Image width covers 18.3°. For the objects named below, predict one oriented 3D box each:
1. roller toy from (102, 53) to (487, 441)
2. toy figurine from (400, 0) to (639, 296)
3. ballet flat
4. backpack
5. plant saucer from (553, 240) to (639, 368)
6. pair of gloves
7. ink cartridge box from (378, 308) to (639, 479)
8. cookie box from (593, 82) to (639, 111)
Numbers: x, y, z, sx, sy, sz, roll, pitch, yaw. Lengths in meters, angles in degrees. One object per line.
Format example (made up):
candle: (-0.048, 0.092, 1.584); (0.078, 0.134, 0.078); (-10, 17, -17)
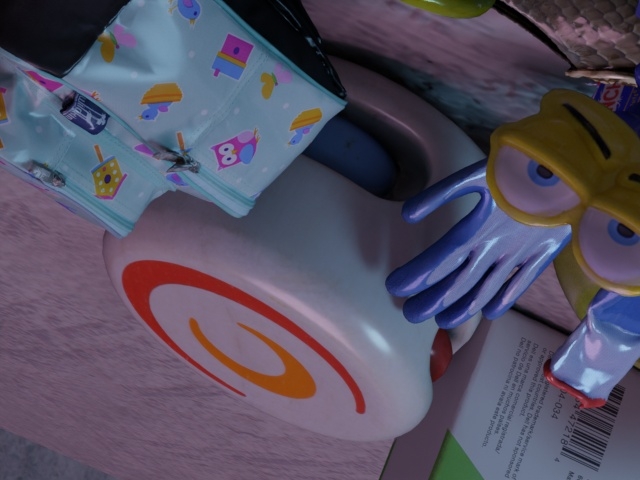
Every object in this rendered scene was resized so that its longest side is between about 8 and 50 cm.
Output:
roller toy: (0.000, 0.000, 1.030); (0.191, 0.146, 0.209); (5, 145, 48)
toy figurine: (0.141, -0.118, 0.562); (0.191, 0.217, 0.362); (-18, -129, -45)
ballet flat: (0.040, -0.108, 0.768); (0.250, 0.058, 0.084); (26, 179, -6)
backpack: (-0.088, -0.086, 0.865); (0.188, 0.144, 0.166); (26, -167, -45)
plant saucer: (0.234, 0.051, 1.086); (0.241, 0.037, 0.241); (21, 163, 7)
pair of gloves: (0.130, 0.005, 0.928); (0.198, 0.023, 0.159); (26, 119, -34)
ink cartridge box: (0.180, 0.191, 1.302); (0.273, 0.198, 0.115); (26, 163, -12)
cookie box: (0.159, -0.042, 0.799); (0.107, 0.092, 0.040); (6, 153, 45)
